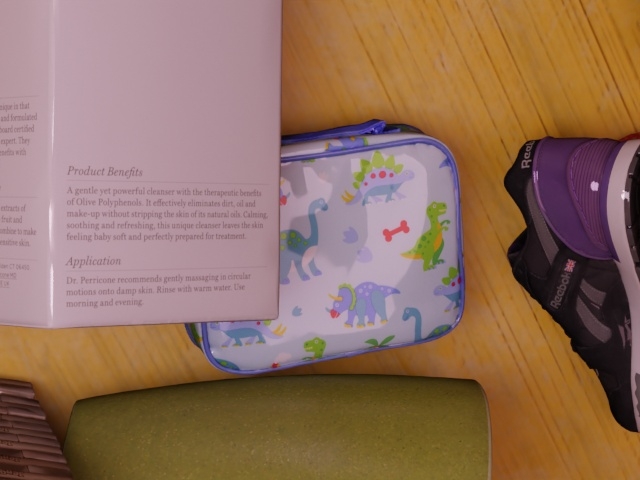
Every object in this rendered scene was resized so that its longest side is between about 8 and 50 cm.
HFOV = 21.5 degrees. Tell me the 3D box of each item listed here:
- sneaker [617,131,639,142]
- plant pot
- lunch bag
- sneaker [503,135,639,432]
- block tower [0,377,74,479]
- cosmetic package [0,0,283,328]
[{"bbox_3d":[0.299,-0.061,1.378,0.175,0.064,0.067,-15,116,-10],"label":"sneaker"},{"bbox_3d":[-0.050,0.211,1.249,0.293,0.275,0.275,11,99,-5],"label":"plant pot"},{"bbox_3d":[0.000,0.000,1.289,0.219,0.090,0.176,-10,105,-14],"label":"lunch bag"},{"bbox_3d":[0.220,0.031,1.368,0.107,0.124,0.283,-52,140,-42],"label":"sneaker"},{"bbox_3d":[-0.228,0.168,1.129,0.091,0.335,0.097,10,99,-18],"label":"block tower"},{"bbox_3d":[-0.138,-0.128,1.124,0.197,0.155,0.366,2,89,-42],"label":"cosmetic package"}]
